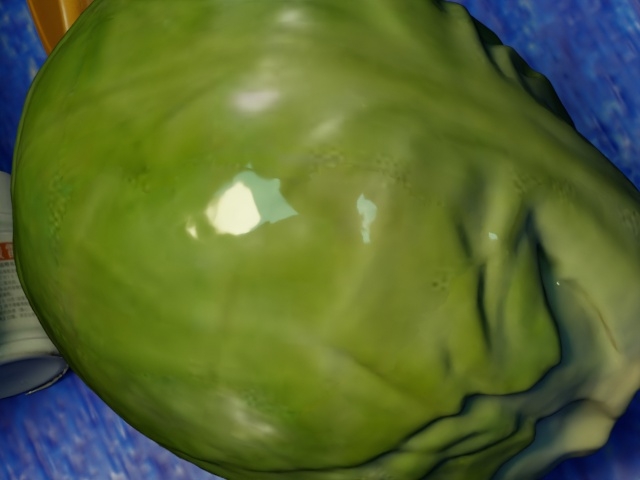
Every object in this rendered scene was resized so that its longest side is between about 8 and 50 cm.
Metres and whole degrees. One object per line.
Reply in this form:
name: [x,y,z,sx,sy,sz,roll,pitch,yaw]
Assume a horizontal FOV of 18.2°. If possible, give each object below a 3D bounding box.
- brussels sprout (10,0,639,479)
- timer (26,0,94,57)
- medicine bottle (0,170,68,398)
brussels sprout: [0.000,0.000,0.742,0.244,0.244,0.244,-4,75,15]
timer: [-0.053,-0.146,0.859,0.152,0.132,0.132,-16,71,-13]
medicine bottle: [-0.146,0.020,0.861,0.057,0.057,0.089,-23,70,10]
